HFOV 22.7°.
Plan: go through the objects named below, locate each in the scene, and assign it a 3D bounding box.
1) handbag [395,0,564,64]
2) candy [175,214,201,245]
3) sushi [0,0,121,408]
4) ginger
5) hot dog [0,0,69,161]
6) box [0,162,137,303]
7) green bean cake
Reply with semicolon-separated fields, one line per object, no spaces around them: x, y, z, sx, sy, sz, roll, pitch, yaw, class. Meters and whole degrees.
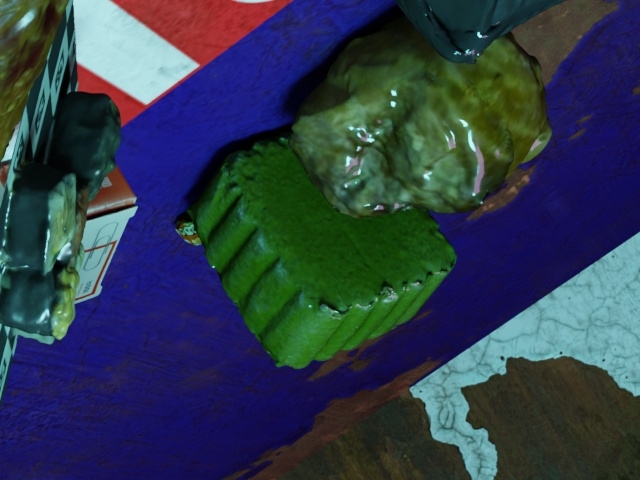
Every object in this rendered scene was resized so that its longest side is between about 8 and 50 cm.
0.156;-0.303;1.514;0.181;0.181;0.254;-32;162;-22;handbag
-0.125;-0.018;2.015;0.055;0.049;0.185;-7;177;21;candy
-0.216;-0.023;1.340;0.064;0.359;0.343;11;163;-4;sushi
0.121;-0.157;1.799;0.269;0.200;0.223;2;-142;35;ginger
-0.288;-0.125;1.113;0.387;0.174;0.267;-58;-172;35;hot dog
-0.286;-0.007;1.676;0.133;0.099;0.182;-16;155;-35;box
0.000;0.000;1.902;0.247;0.250;0.156;-22;160;-38;green bean cake
